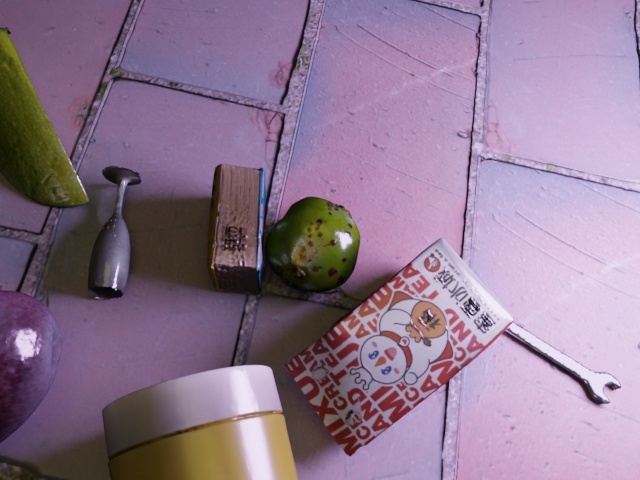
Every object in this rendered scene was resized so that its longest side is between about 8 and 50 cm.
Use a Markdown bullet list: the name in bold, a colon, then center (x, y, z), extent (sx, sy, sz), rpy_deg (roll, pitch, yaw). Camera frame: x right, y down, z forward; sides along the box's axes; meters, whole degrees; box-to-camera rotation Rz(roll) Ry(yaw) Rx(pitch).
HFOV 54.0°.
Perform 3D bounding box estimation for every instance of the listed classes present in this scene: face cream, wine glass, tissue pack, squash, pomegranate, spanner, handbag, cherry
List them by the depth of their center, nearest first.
- **face cream**: center (-0.143, 0.273, 0.770), extent (0.218, 0.218, 0.180), rpy_deg (-12, 70, -13)
- **cherry**: center (-0.449, 0.150, 0.802), extent (0.213, 0.183, 0.266), rpy_deg (6, 81, 4)
- **handbag**: center (0.108, 0.154, 0.897), extent (0.298, 0.151, 0.171), rpy_deg (-39, 82, -17)
- **tissue pack**: center (-0.126, -0.015, 0.951), extent (0.082, 0.120, 0.169), rpy_deg (2, 68, -4)
- **wine glass**: center (-0.314, -0.012, 0.954), extent (0.066, 0.066, 0.198), rpy_deg (4, 66, -6)
- **pomegranate**: center (0.006, -0.001, 0.959), extent (0.169, 0.122, 0.143), rpy_deg (-37, 104, -31)
- **spanner**: center (0.356, 0.173, 0.994), extent (0.254, 0.015, 0.054), rpy_deg (33, 67, 6)
- **squash**: center (-0.492, -0.182, 1.021), extent (0.111, 0.203, 0.289), rpy_deg (-27, 108, -18)
